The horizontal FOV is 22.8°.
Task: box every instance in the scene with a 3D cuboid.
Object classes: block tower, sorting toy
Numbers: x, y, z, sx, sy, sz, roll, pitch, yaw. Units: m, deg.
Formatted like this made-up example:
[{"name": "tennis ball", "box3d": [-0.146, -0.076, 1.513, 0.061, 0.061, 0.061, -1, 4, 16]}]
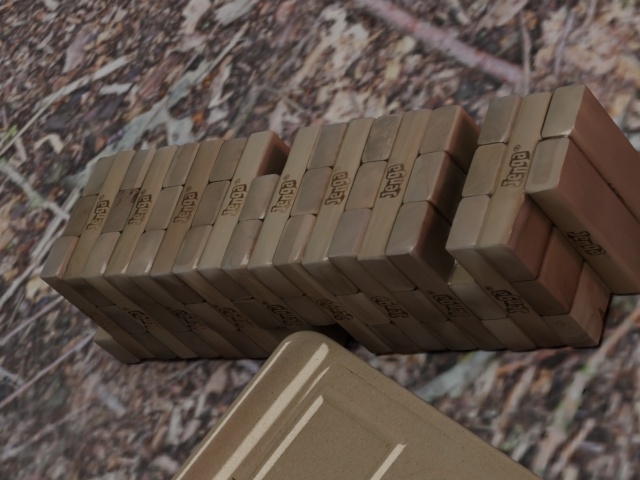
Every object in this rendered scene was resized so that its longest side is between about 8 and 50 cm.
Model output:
[{"name": "block tower", "box3d": [0.000, 0.000, 0.824, 0.335, 0.097, 0.091, -7, 51, 39]}, {"name": "sorting toy", "box3d": [0.001, 0.158, 0.733, 0.193, 0.038, 0.208, -51, 44, -7]}]
